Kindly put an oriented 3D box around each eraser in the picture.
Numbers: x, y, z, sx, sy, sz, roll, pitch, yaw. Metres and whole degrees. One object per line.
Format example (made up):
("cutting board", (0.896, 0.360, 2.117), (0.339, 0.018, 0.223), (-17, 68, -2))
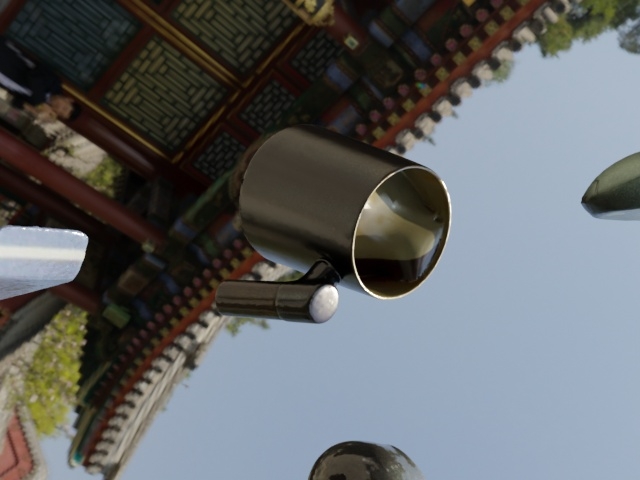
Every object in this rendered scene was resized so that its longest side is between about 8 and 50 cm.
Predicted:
("eraser", (-0.287, 0.029, 0.570), (0.225, 0.082, 0.036), (-13, -101, 32))

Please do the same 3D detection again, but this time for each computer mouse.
("computer mouse", (0.373, -0.059, 0.700), (0.113, 0.228, 0.068), (103, -14, -84))

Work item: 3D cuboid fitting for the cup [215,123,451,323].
("cup", (0.012, 0.003, 0.761), (0.177, 0.166, 0.239), (24, -96, 46))

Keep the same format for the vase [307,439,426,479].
("vase", (0.006, 0.247, 0.587), (0.183, 0.120, 0.120), (-27, -164, -28))
